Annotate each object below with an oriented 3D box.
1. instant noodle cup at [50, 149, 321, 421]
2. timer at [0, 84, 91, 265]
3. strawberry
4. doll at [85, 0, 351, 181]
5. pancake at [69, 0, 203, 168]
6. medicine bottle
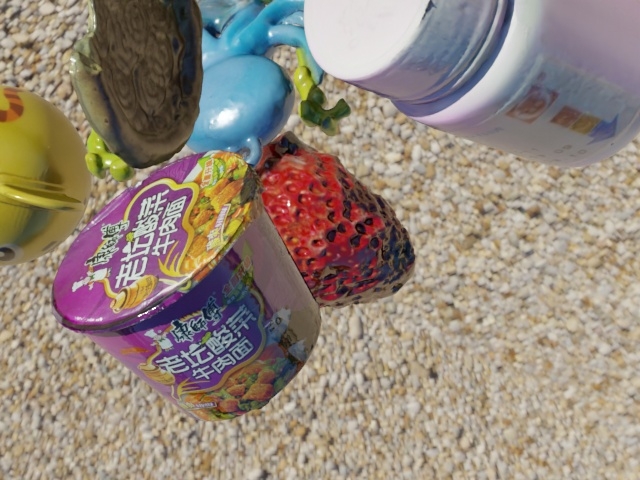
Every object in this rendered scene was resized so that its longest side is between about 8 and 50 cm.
[{"bbox_3d":[-0.126,0.058,1.020,0.251,0.251,0.190,-29,124,9],"label":"instant noodle cup"},{"bbox_3d":[-0.600,-0.111,1.761,0.376,0.387,0.376,-1,99,-5],"label":"timer"},{"bbox_3d":[-0.012,-0.002,1.680,0.310,0.291,0.292,45,108,17],"label":"strawberry"},{"bbox_3d":[-0.122,-0.197,1.181,0.346,0.341,0.099,-22,136,11],"label":"doll"},{"bbox_3d":[-0.156,-0.180,0.849,0.029,0.212,0.235,-3,92,21],"label":"pancake"},{"bbox_3d":[0.123,-0.146,0.693,0.254,0.152,0.152,11,117,-39],"label":"medicine bottle"}]
